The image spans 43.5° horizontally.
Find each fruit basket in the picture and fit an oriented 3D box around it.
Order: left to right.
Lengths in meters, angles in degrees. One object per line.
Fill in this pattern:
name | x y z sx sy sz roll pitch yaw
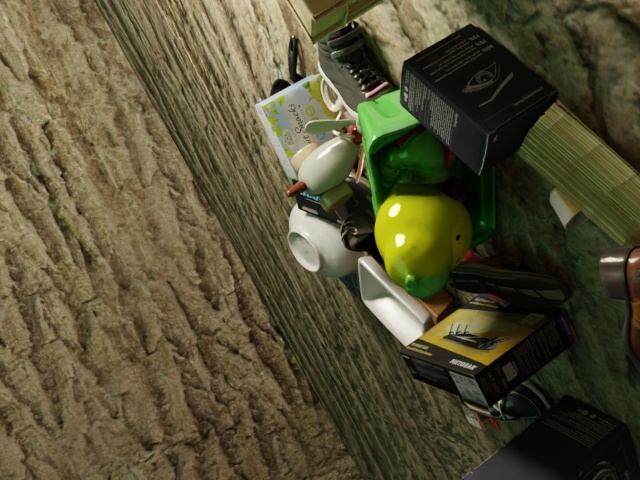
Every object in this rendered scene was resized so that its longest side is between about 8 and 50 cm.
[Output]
fruit basket | 0.208 -0.067 1.487 0.392 0.283 0.391 159 90 -83

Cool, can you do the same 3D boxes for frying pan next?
frying pan | -0.081 -0.393 2.100 0.197 0.053 0.326 34 137 51

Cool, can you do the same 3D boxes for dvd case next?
dvd case | 0.124 0.127 2.464 0.253 0.022 0.180 44 156 38

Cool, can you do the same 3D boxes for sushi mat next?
sushi mat | 0.442 -0.070 1.220 0.316 0.019 0.151 45 159 9

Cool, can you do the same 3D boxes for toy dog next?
toy dog | 0.021 -0.192 1.806 0.220 0.161 0.333 36 134 23

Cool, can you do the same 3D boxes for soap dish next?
soap dish | 0.225 0.154 2.087 0.291 0.118 0.228 46 158 34

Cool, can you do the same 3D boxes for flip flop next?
flip flop | 0.358 0.067 1.590 0.277 0.080 0.112 9 150 41

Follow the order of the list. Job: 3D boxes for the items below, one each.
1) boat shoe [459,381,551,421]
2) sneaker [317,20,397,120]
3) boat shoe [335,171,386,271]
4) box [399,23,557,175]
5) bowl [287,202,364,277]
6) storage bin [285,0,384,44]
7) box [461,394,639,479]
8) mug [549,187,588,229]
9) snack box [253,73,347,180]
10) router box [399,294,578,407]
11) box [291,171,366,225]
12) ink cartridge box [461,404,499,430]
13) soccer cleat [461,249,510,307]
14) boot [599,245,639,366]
boat shoe | 0.444 0.396 1.948 0.114 0.091 0.302 59 162 -4
sneaker | 0.075 -0.355 1.658 0.295 0.105 0.146 51 166 35
boat shoe | 0.115 -0.039 1.955 0.355 0.130 0.132 40 148 18
box | 0.253 -0.233 1.316 0.207 0.153 0.108 49 161 27
bowl | 0.000 0.000 2.331 0.298 0.134 0.297 38 148 29
storage bin | 0.028 -0.510 1.300 0.262 0.260 0.123 58 179 0
box | 0.513 0.570 1.697 0.179 0.313 0.343 25 144 59
mug | 0.420 -0.066 1.332 0.062 0.078 0.064 26 -152 -57
snack box | -0.039 -0.278 1.977 0.070 0.175 0.207 19 137 65
router box | 0.343 0.221 1.685 0.081 0.243 0.309 62 161 -12
box | 0.028 -0.125 2.139 0.220 0.051 0.175 22 145 27
ink cartridge box | 0.441 0.488 2.212 0.062 0.029 0.115 63 162 -15
soccer cleat | 0.321 0.056 1.742 0.248 0.083 0.095 38 158 41
boot | 0.582 0.113 1.172 0.281 0.096 0.264 1 122 52
